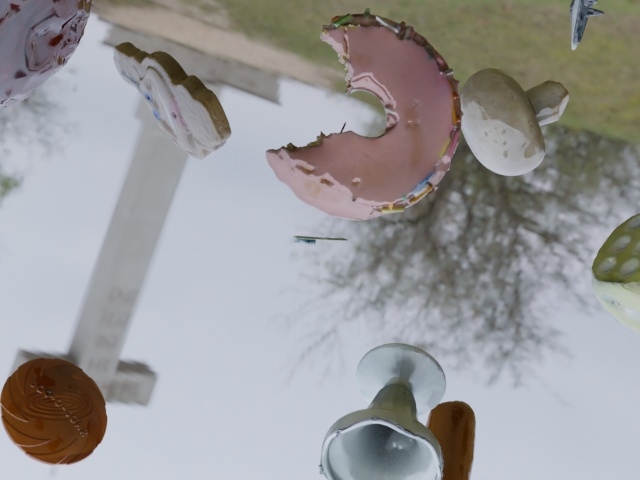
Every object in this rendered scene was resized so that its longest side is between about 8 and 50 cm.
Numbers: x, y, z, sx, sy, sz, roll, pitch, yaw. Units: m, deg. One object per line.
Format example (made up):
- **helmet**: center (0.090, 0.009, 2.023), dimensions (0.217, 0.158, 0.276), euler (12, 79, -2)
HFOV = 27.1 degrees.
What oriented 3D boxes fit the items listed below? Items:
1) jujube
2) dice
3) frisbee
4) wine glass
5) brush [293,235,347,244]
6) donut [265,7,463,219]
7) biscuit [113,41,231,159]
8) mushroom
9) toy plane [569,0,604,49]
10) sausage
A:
- **jujube**: center (-0.378, -0.280, 1.626), dimensions (0.183, 0.243, 0.183), euler (20, -148, -13)
- **dice**: center (0.591, 0.063, 2.316), dimensions (0.169, 0.169, 0.166), euler (44, 161, -22)
- **frisbee**: center (-0.440, 0.282, 2.222), dimensions (0.192, 0.035, 0.192), euler (18, -125, -28)
- **wine glass**: center (0.096, 0.245, 1.769), dimensions (0.165, 0.165, 0.196), euler (22, -146, 2)
- **brush**: center (0.000, 0.000, 2.031), dimensions (0.084, 0.013, 0.016), euler (1, -177, -17)
- **donut**: center (0.061, -0.134, 1.515), dimensions (0.199, 0.233, 0.085), euler (26, -175, 1)
- **biscuit**: center (-0.249, -0.233, 2.174), dimensions (0.047, 0.183, 0.320), euler (-31, -126, -23)
- **mushroom**: center (0.351, -0.223, 2.384), dimensions (0.204, 0.204, 0.204), euler (20, -168, -4)
- **toy plane**: center (0.385, -0.386, 1.854), dimensions (0.160, 0.234, 0.082), euler (5, 175, -43)
- **sausage**: center (0.217, 0.378, 2.305), dimensions (0.098, 0.098, 0.238), euler (20, -132, -7)
